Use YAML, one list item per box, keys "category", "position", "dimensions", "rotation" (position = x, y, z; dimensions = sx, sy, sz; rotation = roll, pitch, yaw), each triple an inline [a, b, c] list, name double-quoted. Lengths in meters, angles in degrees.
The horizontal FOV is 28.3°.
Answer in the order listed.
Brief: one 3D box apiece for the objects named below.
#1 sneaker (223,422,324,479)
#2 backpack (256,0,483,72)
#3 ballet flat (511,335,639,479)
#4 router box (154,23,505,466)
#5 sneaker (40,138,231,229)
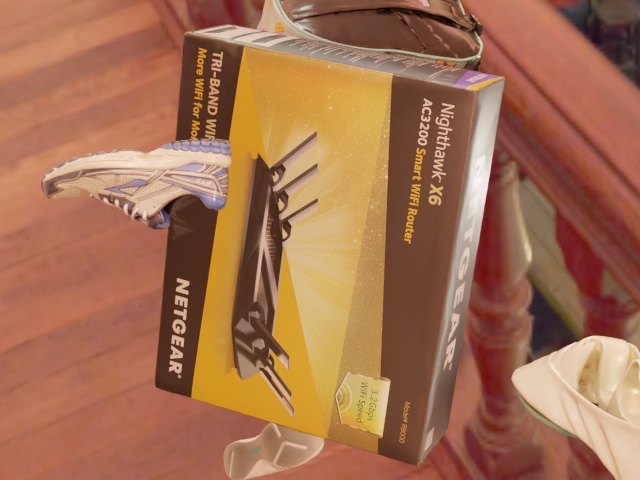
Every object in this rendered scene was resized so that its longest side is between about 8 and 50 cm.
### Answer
- category: "sneaker"
  position: [-0.042, 0.227, 1.401]
  dimensions: [0.061, 0.152, 0.054]
  rotation: [1, 72, -42]
- category: "backpack"
  position: [0.033, -0.182, 1.164]
  dimensions: [0.188, 0.144, 0.166]
  rotation: [8, 45, -21]
- category: "ballet flat"
  position: [0.335, 0.180, 1.407]
  dimensions: [0.139, 0.139, 0.400]
  rotation: [-18, 20, -8]
- category: "router box"
  position: [0.000, 0.000, 1.022]
  dimensions: [0.242, 0.309, 0.081]
  rotation: [13, 19, 20]
- category: "sneaker"
  position: [-0.126, -0.035, 0.868]
  dimensions: [0.135, 0.058, 0.052]
  rotation: [-7, 1, 9]
